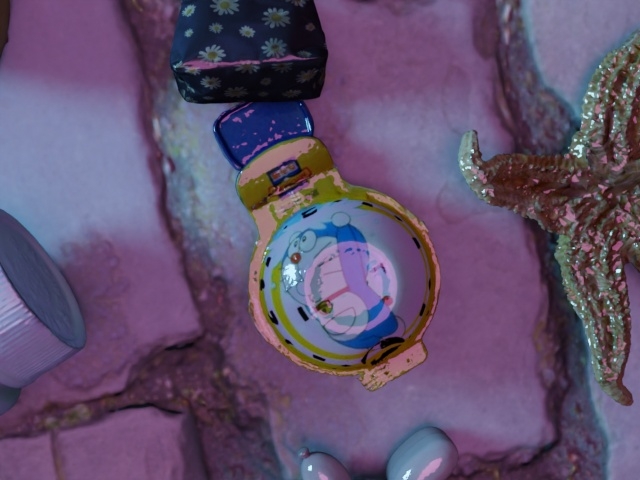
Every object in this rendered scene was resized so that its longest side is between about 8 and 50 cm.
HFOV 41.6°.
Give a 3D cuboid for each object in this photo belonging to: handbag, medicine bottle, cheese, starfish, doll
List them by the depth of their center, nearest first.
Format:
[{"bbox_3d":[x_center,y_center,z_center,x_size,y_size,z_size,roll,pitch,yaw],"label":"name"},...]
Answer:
[{"bbox_3d":[-0.295,0.086,0.597,0.225,0.139,0.139,-32,102,-1],"label":"medicine bottle"},{"bbox_3d":[-0.055,-0.177,0.624,0.115,0.072,0.139,-4,84,-3],"label":"handbag"},{"bbox_3d":[0.000,0.000,0.661,0.156,0.064,0.250,-30,90,-3],"label":"cheese"},{"bbox_3d":[0.263,-0.024,0.692,0.299,0.060,0.303,-15,95,-11],"label":"starfish"},{"bbox_3d":[0.048,0.229,0.707,0.160,0.059,0.161,-22,102,-4],"label":"doll"}]

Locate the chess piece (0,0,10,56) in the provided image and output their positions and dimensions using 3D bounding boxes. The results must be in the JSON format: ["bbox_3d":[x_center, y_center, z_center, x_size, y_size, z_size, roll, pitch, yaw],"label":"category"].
[{"bbox_3d":[-0.313,-0.167,0.581,0.170,0.094,0.094,10,98,-5],"label":"chess piece"}]
